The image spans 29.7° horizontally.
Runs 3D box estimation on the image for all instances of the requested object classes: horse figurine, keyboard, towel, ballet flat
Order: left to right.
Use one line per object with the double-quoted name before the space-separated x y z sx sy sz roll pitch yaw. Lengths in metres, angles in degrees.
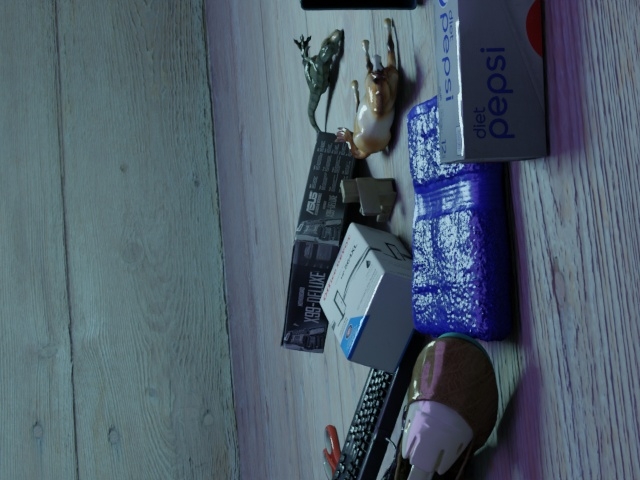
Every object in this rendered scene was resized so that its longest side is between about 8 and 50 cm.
"horse figurine" 0.080 -0.213 1.869 0.263 0.066 0.174 105 164 -49
"keyboard" 0.083 0.284 1.781 0.201 0.033 0.317 24 97 67
"ballet flat" 0.140 0.251 1.492 0.124 0.116 0.342 -56 -14 -33
"towel" 0.163 -0.028 1.492 0.227 0.076 0.308 159 107 -78

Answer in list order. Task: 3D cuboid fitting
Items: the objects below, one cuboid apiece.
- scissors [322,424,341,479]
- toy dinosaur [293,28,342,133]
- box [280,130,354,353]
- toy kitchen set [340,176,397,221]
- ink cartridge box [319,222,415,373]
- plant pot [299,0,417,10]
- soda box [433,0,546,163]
"scissors" 0.045 0.451 2.294 0.297 0.021 0.109 -127 39 -68
"toy dinosaur" -0.009 -0.313 2.274 0.268 0.064 0.118 98 158 -52
"box" 0.000 0.000 2.054 0.307 0.076 0.242 -79 -3 -49
"toy kitchen set" 0.073 -0.049 1.883 0.075 0.083 0.068 104 160 -53
"ink cartridge box" 0.078 0.082 1.799 0.203 0.086 0.148 -122 50 -65
"plant pot" 0.045 -0.427 1.783 0.234 0.165 0.165 -110 20 -77
"soda box" 0.181 -0.228 1.311 0.091 0.098 0.286 -177 84 -79
